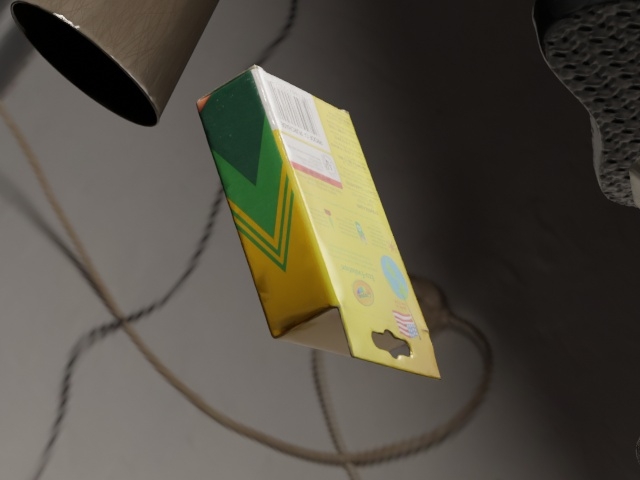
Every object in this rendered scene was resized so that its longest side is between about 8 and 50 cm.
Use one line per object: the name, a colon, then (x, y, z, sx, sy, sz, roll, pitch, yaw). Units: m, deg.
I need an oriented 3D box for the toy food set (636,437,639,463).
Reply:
toy food set: (0.322, 0.190, 1.296, 0.232, 0.105, 0.111, 0, 92, 48)

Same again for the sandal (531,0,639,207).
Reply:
sandal: (0.312, -0.154, 1.592, 0.168, 0.446, 0.107, -14, 63, 15)

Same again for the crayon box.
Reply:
crayon box: (0.000, 0.000, 1.718, 0.081, 0.202, 0.318, -29, 66, 22)

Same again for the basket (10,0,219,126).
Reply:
basket: (-0.187, -0.271, 1.824, 0.154, 0.204, 0.227, 11, 62, 51)

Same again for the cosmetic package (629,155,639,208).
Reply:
cosmetic package: (0.386, 0.006, 1.208, 0.160, 0.113, 0.309, -45, 72, -1)
